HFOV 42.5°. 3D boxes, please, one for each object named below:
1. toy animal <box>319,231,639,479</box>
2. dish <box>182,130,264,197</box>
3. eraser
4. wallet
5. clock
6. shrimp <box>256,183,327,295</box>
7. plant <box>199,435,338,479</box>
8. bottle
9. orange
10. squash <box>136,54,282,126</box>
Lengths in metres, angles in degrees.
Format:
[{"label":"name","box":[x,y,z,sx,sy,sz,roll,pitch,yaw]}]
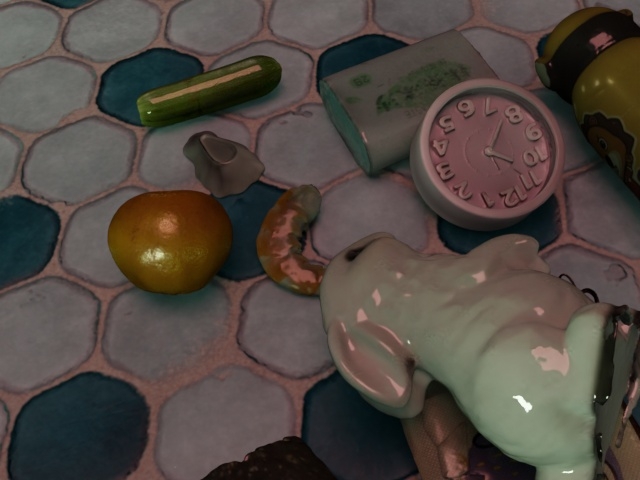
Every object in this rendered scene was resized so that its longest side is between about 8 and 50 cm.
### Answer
[{"label":"toy animal","box":[0.148,0.111,0.864,0.358,0.194,0.257,12,80,31]},{"label":"dish","box":[-0.149,-0.126,1.198,0.091,0.039,0.137,-39,63,-20]},{"label":"eraser","box":[0.136,-0.207,1.207,0.227,0.081,0.174,-23,59,-12]},{"label":"wallet","box":[0.235,0.209,0.919,0.275,0.068,0.335,-16,54,-6]},{"label":"clock","box":[0.223,-0.115,1.103,0.197,0.068,0.196,1,76,-6]},{"label":"shrimp","box":[0.000,0.000,1.097,0.166,0.049,0.161,21,62,16]},{"label":"plant","box":[0.009,0.349,0.777,0.194,0.181,0.320,-25,59,-19]},{"label":"bottle","box":[0.435,-0.180,1.118,0.172,0.171,0.351,-22,54,-11]},{"label":"orange","box":[-0.190,0.003,1.055,0.159,0.159,0.136,-6,96,1]},{"label":"squash","box":[-0.167,-0.228,1.254,0.229,0.066,0.066,-19,56,-8]}]
